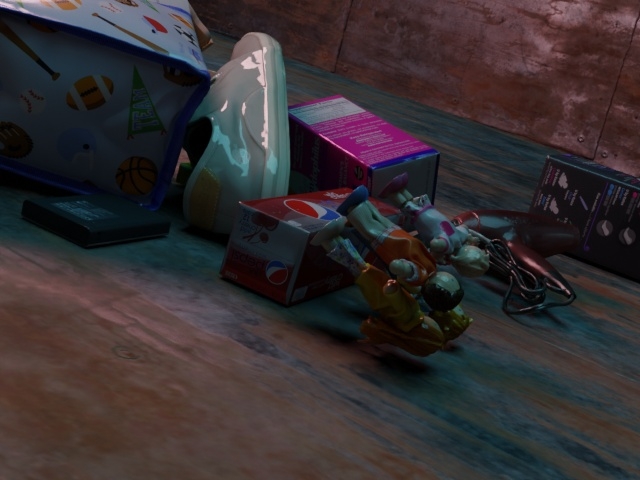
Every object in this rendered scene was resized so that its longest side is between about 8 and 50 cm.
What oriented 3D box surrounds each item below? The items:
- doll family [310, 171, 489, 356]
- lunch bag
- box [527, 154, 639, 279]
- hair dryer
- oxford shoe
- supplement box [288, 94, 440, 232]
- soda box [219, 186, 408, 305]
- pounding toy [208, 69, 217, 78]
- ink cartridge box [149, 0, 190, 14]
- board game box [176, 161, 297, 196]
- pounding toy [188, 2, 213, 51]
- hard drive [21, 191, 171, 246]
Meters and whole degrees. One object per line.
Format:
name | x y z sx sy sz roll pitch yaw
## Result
doll family | 0.082 0.035 0.985 0.163 0.118 0.263 47 19 6
lunch bag | -0.359 -0.215 1.226 0.386 0.238 0.328 18 18 -20
box | 0.494 -0.033 1.641 0.270 0.143 0.165 23 15 24
hair dryer | 0.258 0.030 1.321 0.224 0.080 0.294 27 32 27
oxford shoe | -0.115 -0.154 1.296 0.130 0.169 0.449 5 34 -8
supplement box | 0.043 -0.100 1.332 0.114 0.111 0.220 -16 35 -30
soda box | 0.000 0.000 1.112 0.092 0.083 0.263 23 15 23
pounding toy | -0.245 -0.279 1.917 0.141 0.100 0.130 15 0 -14
ink cartridge box | -0.455 -0.385 1.643 0.395 0.166 0.285 2 -21 -43
board game box | -0.087 -0.087 1.442 0.124 0.039 0.259 23 19 20
pounding toy | -0.314 -0.422 2.047 0.154 0.155 0.269 44 -30 -9
hard drive | -0.238 -0.025 1.072 0.094 0.022 0.135 22 16 25
